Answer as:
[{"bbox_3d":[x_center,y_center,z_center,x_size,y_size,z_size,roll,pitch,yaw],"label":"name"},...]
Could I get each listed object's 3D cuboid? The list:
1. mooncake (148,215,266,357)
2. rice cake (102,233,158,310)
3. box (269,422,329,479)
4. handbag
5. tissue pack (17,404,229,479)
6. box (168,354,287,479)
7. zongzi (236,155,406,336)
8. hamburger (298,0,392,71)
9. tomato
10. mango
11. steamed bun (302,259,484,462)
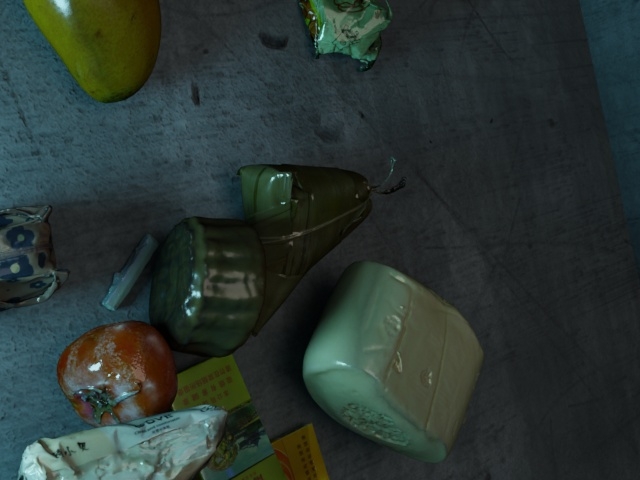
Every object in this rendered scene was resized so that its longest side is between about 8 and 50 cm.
[{"bbox_3d":[-0.239,0.092,1.753,0.161,0.290,0.290,9,77,-30],"label":"mooncake"},{"bbox_3d":[-0.394,0.064,1.786,0.042,0.030,0.180,46,57,-31],"label":"rice cake"},{"bbox_3d":[-0.105,0.532,1.948,0.269,0.043,0.152,-17,90,-39],"label":"box"},{"bbox_3d":[-0.582,0.039,1.530,0.251,0.193,0.190,-19,92,-41],"label":"handbag"},{"bbox_3d":[-0.368,0.450,1.555,0.375,0.390,0.195,-11,59,-39],"label":"tissue pack"},{"bbox_3d":[-0.207,0.422,1.846,0.187,0.047,0.335,-22,88,-40],"label":"box"},{"bbox_3d":[0.000,0.000,2.054,0.447,0.181,0.418,-3,101,-43],"label":"zongzi"},{"bbox_3d":[0.086,-0.583,2.204,0.276,0.150,0.261,4,83,-40],"label":"hamburger"},{"bbox_3d":[-0.376,0.257,1.656,0.232,0.232,0.189,52,36,-21],"label":"tomato"},{"bbox_3d":[-0.443,-0.462,1.710,0.264,0.221,0.378,-34,116,-42],"label":"mango"},{"bbox_3d":[0.160,0.283,2.054,0.456,0.290,0.371,46,52,-28],"label":"steamed bun"}]
